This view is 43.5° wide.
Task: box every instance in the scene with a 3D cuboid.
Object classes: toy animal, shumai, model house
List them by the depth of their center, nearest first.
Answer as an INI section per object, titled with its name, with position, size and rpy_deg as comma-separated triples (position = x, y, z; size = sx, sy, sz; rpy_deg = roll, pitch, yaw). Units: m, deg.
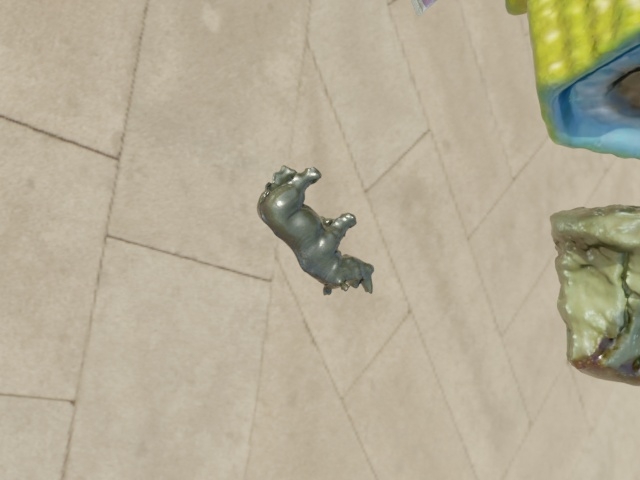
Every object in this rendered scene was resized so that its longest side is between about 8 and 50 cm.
[toy animal]
position = 0.000, 0.000, 0.695
size = 0.136, 0.047, 0.065
rpy_deg = 50, 56, -19
[model house]
position = 0.315, -0.216, 0.710
size = 0.215, 0.303, 0.237
rpy_deg = 48, 40, -47
[shumai]
position = 0.587, 0.108, 1.493
size = 0.397, 0.324, 0.324
rpy_deg = 14, 87, -49

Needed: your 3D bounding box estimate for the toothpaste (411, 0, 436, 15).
[toothpaste]
position = 0.275, -0.538, 1.451
size = 0.073, 0.299, 0.114
rpy_deg = 11, 53, -54
